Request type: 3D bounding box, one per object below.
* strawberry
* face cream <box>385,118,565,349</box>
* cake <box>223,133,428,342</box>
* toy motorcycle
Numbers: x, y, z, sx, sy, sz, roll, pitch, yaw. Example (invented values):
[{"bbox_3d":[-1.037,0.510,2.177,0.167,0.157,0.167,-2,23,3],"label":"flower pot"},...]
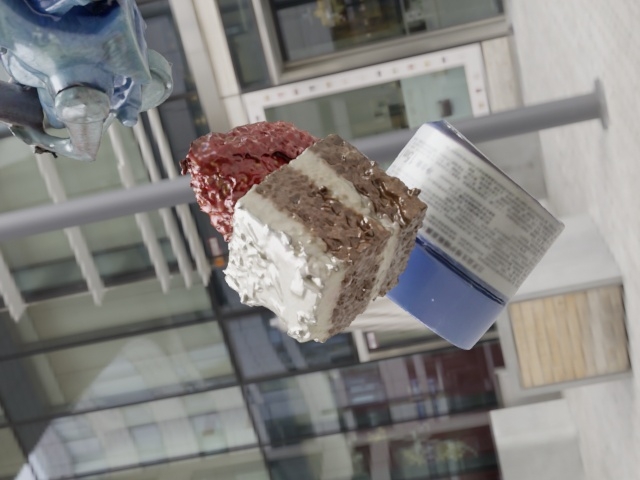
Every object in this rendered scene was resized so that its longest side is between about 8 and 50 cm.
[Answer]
[{"bbox_3d":[-0.045,-0.066,1.056,0.174,0.098,0.228,-57,-37,-12],"label":"strawberry"},{"bbox_3d":[0.176,-0.011,1.282,0.249,0.225,0.249,39,-173,-6],"label":"face cream"},{"bbox_3d":[0.000,0.000,0.888,0.135,0.147,0.134,39,137,23],"label":"cake"},{"bbox_3d":[-0.283,-0.187,0.955,0.182,0.241,0.319,52,169,20],"label":"toy motorcycle"}]
